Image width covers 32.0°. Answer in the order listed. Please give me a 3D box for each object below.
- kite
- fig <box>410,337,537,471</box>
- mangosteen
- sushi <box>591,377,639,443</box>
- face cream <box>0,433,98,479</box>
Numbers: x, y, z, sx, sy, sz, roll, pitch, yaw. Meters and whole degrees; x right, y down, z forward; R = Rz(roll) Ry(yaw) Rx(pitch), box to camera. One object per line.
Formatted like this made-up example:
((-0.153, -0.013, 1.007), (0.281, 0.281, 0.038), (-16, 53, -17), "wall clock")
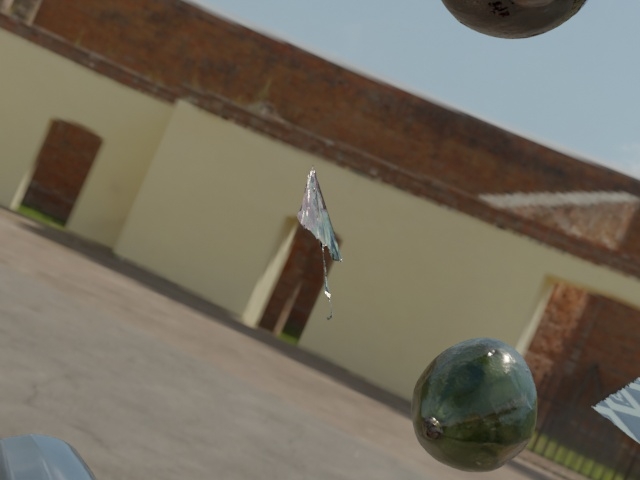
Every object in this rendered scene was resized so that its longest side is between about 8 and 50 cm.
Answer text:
((0.000, 0.000, 1.045), (0.011, 0.156, 0.139), (-13, -18, 16), "kite")
((0.203, 0.239, 1.603), (0.195, 0.195, 0.245), (23, 16, 41), "fig")
((0.296, -0.443, 1.579), (0.313, 0.297, 0.297), (-24, -35, 37), "mangosteen")
((0.326, 0.200, 0.876), (0.231, 0.047, 0.220), (38, 21, 23), "sushi")
((-0.314, 0.417, 1.228), (0.219, 0.357, 0.312), (-6, -31, -24), "face cream")
